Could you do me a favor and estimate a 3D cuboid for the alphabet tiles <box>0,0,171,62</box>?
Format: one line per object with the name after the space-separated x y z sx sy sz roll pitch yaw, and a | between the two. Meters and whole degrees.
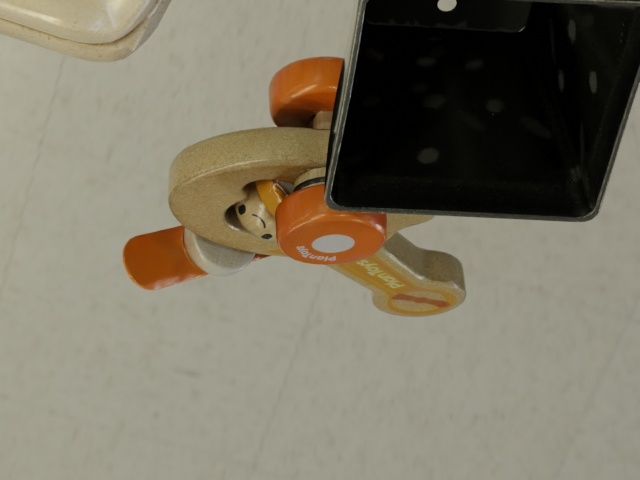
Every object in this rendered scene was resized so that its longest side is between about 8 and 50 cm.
-0.055 -0.179 0.524 0.278 0.284 0.021 18 155 14 | alphabet tiles

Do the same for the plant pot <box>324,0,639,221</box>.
0.099 -0.138 1.301 0.188 0.167 0.187 2 134 -9 | plant pot

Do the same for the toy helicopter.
0.000 0.000 1.594 0.235 0.140 0.355 -18 152 26 | toy helicopter
